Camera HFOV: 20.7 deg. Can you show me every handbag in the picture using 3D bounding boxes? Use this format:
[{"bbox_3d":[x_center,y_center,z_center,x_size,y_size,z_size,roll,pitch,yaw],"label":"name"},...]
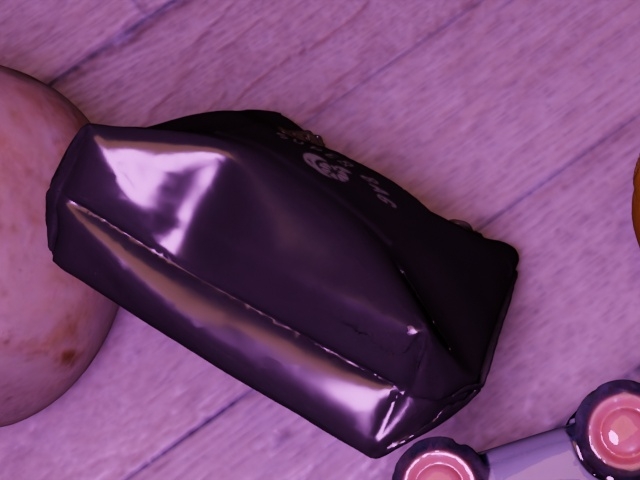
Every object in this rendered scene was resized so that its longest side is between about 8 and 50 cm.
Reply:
[{"bbox_3d":[0.000,0.000,1.329,0.342,0.288,0.152,32,116,14],"label":"handbag"}]

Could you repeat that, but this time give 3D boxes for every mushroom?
[{"bbox_3d":[-0.306,0.006,1.397,0.290,0.297,0.298,-3,66,46],"label":"mushroom"}]

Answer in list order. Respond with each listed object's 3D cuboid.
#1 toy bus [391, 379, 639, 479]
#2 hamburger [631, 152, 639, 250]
[{"bbox_3d":[0.172,0.235,1.269,0.287,0.194,0.232,-19,82,1],"label":"toy bus"},{"bbox_3d":[0.334,0.031,1.335,0.124,0.131,0.262,-20,59,-35],"label":"hamburger"}]
